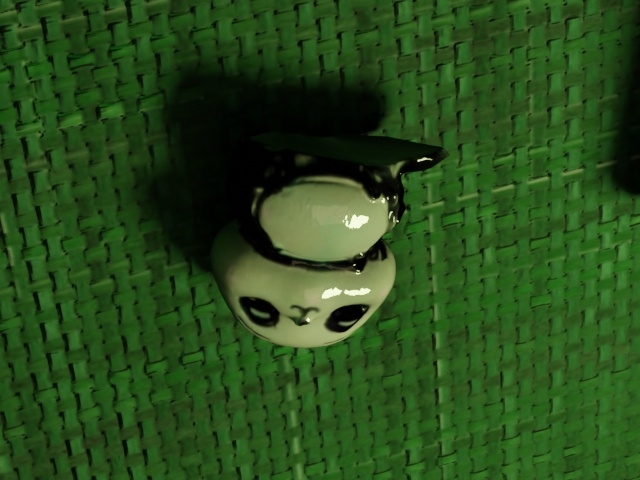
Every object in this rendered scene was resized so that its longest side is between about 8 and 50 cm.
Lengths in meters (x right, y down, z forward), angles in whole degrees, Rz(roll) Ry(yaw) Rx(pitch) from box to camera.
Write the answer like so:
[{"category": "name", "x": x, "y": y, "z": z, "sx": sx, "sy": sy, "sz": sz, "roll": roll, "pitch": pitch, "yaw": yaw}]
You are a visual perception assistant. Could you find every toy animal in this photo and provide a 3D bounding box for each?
[{"category": "toy animal", "x": 0.000, "y": 0.000, "z": 1.362, "sx": 0.166, "sy": 0.138, "sz": 0.179, "roll": 11, "pitch": 114, "yaw": -7}]
